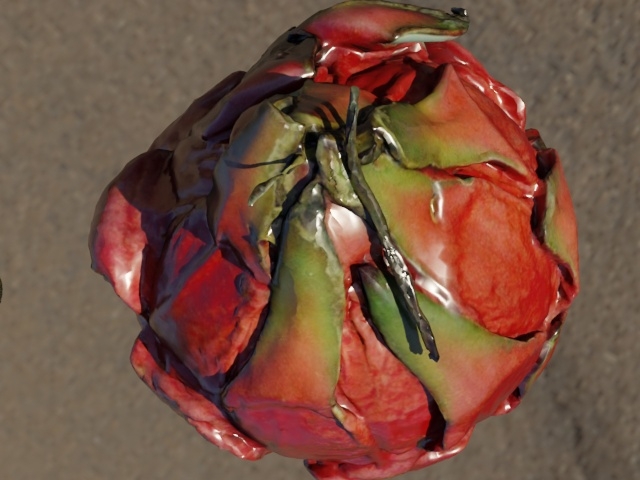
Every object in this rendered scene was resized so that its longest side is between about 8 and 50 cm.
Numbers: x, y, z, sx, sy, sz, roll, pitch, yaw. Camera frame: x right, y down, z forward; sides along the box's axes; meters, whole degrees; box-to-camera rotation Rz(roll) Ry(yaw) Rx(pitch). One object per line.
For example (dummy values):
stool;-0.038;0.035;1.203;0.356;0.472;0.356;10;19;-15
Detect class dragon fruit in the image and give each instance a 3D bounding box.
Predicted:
dragon fruit;0.000;0.000;0.880;0.234;0.233;0.293;19;175;21

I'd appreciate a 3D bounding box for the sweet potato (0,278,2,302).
sweet potato;-0.396;0.062;1.528;0.112;0.286;0.085;80;167;-59
